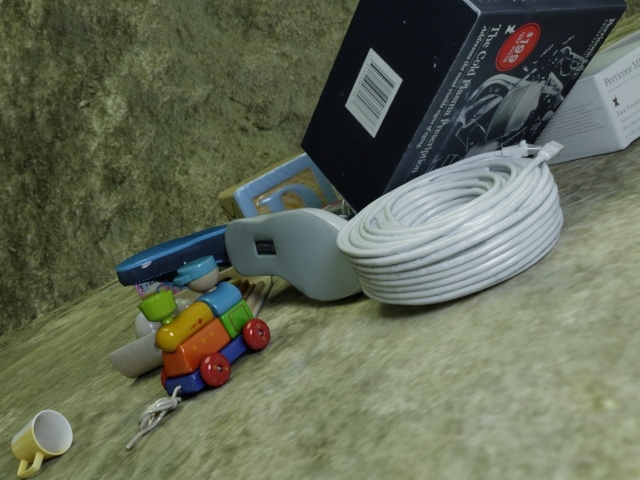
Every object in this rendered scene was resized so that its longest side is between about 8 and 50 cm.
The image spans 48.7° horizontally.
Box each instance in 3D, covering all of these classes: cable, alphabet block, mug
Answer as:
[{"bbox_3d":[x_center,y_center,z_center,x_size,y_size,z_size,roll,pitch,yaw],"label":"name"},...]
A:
[{"bbox_3d":[0.151,-0.017,0.831,0.257,0.089,0.257,-11,22,35],"label":"cable"},{"bbox_3d":[-0.081,-0.060,1.493,0.193,0.192,0.197,-28,10,-16],"label":"alphabet block"},{"bbox_3d":[-0.379,0.269,0.935,0.064,0.062,0.078,-32,0,22],"label":"mug"}]

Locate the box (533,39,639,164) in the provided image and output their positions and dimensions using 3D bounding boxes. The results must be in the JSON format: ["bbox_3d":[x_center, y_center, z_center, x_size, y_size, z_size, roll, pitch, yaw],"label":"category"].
[{"bbox_3d":[0.437,-0.217,1.105,0.181,0.119,0.182,-32,10,-23],"label":"box"}]

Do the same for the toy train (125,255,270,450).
[{"bbox_3d":[-0.185,0.128,0.890,0.105,0.143,0.248,-20,12,40],"label":"toy train"}]

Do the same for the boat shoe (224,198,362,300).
[{"bbox_3d":[0.001,0.009,1.090,0.156,0.136,0.367,-14,8,-32],"label":"boat shoe"}]

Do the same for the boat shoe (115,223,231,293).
[{"bbox_3d":[-0.216,0.040,1.178,0.109,0.089,0.258,-2,13,44],"label":"boat shoe"}]

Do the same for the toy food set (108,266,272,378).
[{"bbox_3d":[-0.213,0.112,1.213,0.219,0.092,0.306,-26,10,10],"label":"toy food set"}]

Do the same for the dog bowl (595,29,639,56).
[{"bbox_3d":[0.652,-0.348,1.281,0.348,0.102,0.349,-26,9,4],"label":"dog bowl"}]

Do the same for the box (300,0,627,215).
[{"bbox_3d":[0.189,-0.224,0.986,0.312,0.179,0.343,-17,-33,-36],"label":"box"}]

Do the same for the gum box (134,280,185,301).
[{"bbox_3d":[-0.342,0.103,1.577,0.062,0.107,0.188,-26,9,8],"label":"gum box"}]

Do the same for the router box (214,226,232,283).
[{"bbox_3d":[-0.253,0.041,1.620,0.092,0.122,0.038,-22,6,24],"label":"router box"}]

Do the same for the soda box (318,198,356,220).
[{"bbox_3d":[0.041,-0.021,1.222,0.263,0.092,0.083,-19,12,38],"label":"soda box"}]
